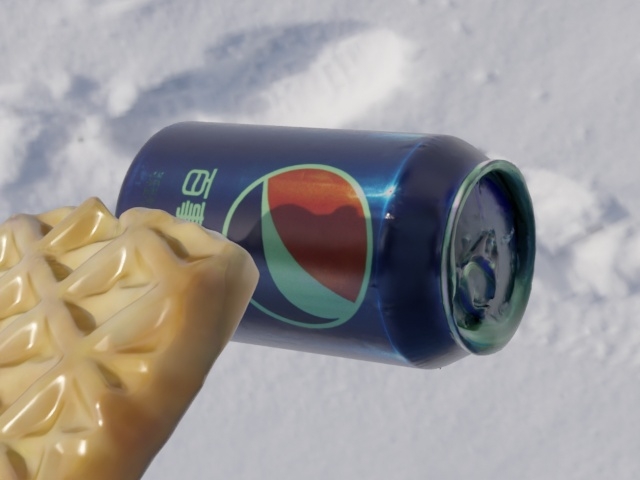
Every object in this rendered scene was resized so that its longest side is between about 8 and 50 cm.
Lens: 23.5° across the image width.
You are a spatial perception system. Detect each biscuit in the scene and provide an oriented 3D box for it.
[{"bbox_3d":[-0.159,0.073,0.531,0.040,0.205,0.309,43,154,-28],"label":"biscuit"}]

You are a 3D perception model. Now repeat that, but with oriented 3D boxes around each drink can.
[{"bbox_3d":[0.000,0.000,0.779,0.204,0.118,0.118,5,146,32],"label":"drink can"}]
